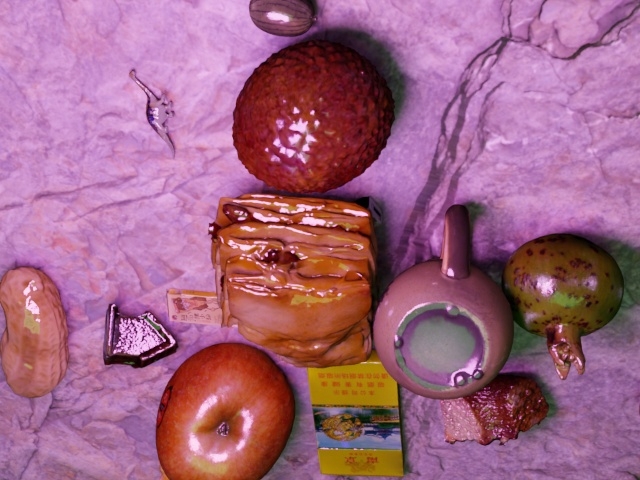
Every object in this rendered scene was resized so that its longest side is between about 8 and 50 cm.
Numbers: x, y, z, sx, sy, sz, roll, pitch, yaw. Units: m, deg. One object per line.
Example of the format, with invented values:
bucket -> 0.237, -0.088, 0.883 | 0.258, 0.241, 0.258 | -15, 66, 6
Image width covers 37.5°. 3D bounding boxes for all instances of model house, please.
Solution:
model house -> -0.368, 0.206, 1.928 | 0.152, 0.106, 0.165 | 9, 161, -11

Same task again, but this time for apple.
apple -> -0.195, 0.369, 1.890 | 0.278, 0.250, 0.309 | 6, 107, 6

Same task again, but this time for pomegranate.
pomegranate -> 0.422, 0.106, 1.649 | 0.211, 0.263, 0.211 | 5, 152, 3

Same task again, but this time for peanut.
peanut -> -0.584, 0.186, 1.912 | 0.147, 0.147, 0.305 | 12, 125, 0

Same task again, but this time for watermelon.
watermelon -> -0.059, -0.363, 1.501 | 0.111, 0.078, 0.078 | 12, 125, -2

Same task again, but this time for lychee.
lychee -> -0.011, -0.193, 1.514 | 0.261, 0.260, 0.260 | 4, 124, 6

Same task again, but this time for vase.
vase -> 0.226, 0.097, 1.673 | 0.241, 0.302, 0.329 | 9, 105, 8

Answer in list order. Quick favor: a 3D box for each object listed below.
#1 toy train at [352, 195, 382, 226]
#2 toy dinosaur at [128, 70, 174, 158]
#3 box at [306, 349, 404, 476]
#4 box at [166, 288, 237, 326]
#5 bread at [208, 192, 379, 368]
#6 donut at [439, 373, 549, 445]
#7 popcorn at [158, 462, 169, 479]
toy train -> -0.001, 0.000, 1.753 | 0.252, 0.055, 0.048 | -28, 125, 25
toy dinosaur -> -0.280, -0.218, 1.656 | 0.058, 0.037, 0.180 | 2, 120, 35
box -> 0.078, 0.369, 1.994 | 0.187, 0.047, 0.334 | -1, 124, 8
box -> -0.237, 0.135, 1.896 | 0.149, 0.020, 0.073 | 4, 125, 6
bread -> -0.044, 0.101, 1.682 | 0.314, 0.191, 0.369 | 2, 133, -1
donut -> 0.338, 0.334, 1.898 | 0.187, 0.144, 0.126 | 2, 123, 45
popcorn -> -0.271, 0.502, 2.058 | 0.180, 0.180, 0.170 | 39, 101, -17
